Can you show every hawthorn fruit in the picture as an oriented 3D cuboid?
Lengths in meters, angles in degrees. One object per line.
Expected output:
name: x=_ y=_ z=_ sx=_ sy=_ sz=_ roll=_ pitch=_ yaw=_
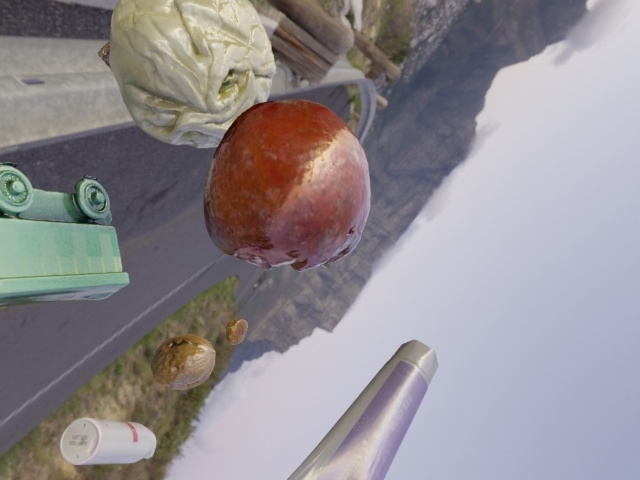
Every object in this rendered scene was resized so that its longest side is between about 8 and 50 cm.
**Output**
hawthorn fruit: x=-0.031 y=-0.054 z=0.515 sx=0.173 sy=0.173 sz=0.173 roll=-49 pitch=-178 yaw=2

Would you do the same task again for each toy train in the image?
toy train: x=-0.426 y=-0.001 z=0.784 sx=0.120 sy=0.202 sz=0.301 roll=-13 pitch=175 yaw=16

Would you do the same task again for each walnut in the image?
walnut: x=-0.380 y=0.340 z=1.470 sx=0.184 sy=0.155 sz=0.155 roll=-21 pitch=-171 yaw=12

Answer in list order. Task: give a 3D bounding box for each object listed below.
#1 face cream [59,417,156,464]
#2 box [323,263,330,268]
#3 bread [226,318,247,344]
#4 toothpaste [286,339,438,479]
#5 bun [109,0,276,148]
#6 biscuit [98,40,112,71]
face cream: x=-0.496 y=0.491 z=1.266 sx=0.102 sy=0.102 sz=0.345 roll=-49 pitch=163 yaw=-13
box: x=0.000 y=0.000 z=1.470 sx=0.121 sy=0.030 sz=0.193 roll=-65 pitch=151 yaw=-6
bread: x=-0.262 y=0.283 z=1.622 sx=0.083 sy=0.046 sz=0.081 roll=-62 pitch=150 yaw=-20
toothpaste: x=0.075 y=0.292 z=0.792 sx=0.371 sy=0.125 sz=0.080 roll=-42 pitch=170 yaw=-44
bun: x=-0.153 y=-0.222 z=0.677 sx=0.229 sy=0.145 sz=0.229 roll=-29 pitch=137 yaw=-31
biscuit: x=-0.451 y=-0.514 z=1.307 sx=0.231 sy=0.025 sz=0.131 roll=-52 pitch=171 yaw=-6
